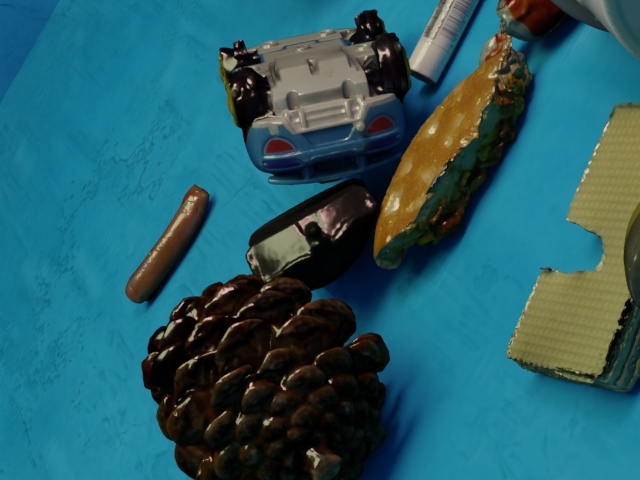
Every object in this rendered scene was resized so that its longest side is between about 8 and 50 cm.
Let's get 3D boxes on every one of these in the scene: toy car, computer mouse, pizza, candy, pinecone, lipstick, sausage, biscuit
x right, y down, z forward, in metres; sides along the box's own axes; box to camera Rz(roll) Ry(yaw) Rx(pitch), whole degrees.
[{"bbox_3d":[-0.003,-0.148,1.835,0.314,0.198,0.166,-112,11,-72],"label":"toy car"},{"bbox_3d":[0.000,0.000,1.746,0.147,0.088,0.264,-32,2,3],"label":"computer mouse"},{"bbox_3d":[0.128,-0.077,1.643,0.246,0.058,0.127,-63,24,-7],"label":"pizza"},{"bbox_3d":[0.242,-0.268,1.613,0.292,0.059,0.086,-47,11,28],"label":"candy"},{"bbox_3d":[-0.050,0.136,1.563,0.224,0.224,0.272,-55,35,14],"label":"pinecone"},{"bbox_3d":[0.140,-0.239,1.808,0.141,0.040,0.040,-63,25,-2],"label":"lipstick"},{"bbox_3d":[-0.200,0.008,2.196,0.176,0.040,0.047,-56,19,11],"label":"sausage"},{"bbox_3d":[0.243,0.002,1.360,0.147,0.046,0.250,3,68,64],"label":"biscuit"}]

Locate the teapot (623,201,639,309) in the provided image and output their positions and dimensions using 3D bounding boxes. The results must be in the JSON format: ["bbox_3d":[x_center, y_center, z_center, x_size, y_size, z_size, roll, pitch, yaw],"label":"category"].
[{"bbox_3d":[0.283,0.029,1.193,0.119,0.130,0.165,50,143,48],"label":"teapot"}]

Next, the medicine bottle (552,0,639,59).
[{"bbox_3d":[0.275,-0.283,1.362,0.241,0.241,0.302,-52,26,19],"label":"medicine bottle"}]
